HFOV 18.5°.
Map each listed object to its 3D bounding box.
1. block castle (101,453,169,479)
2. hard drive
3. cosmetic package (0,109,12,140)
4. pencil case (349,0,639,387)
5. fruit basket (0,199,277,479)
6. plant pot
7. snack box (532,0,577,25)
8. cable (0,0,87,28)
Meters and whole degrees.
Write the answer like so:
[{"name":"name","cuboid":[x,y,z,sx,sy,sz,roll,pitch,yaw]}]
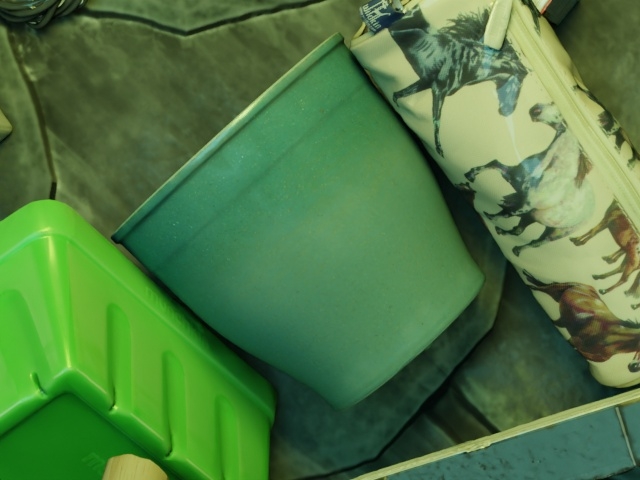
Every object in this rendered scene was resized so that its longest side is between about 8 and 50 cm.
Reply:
[{"name":"block castle","cuboid":[-0.122,0.401,1.629,0.303,0.213,0.453,19,137,-7]},{"name":"hard drive","cuboid":[0.176,0.189,1.686,0.339,0.237,0.064,-20,83,14]},{"name":"cosmetic package","cuboid":[-0.481,-0.158,1.758,0.161,0.453,0.230,-37,79,11]},{"name":"pencil case","cuboid":[0.197,-0.069,1.681,0.160,0.183,0.410,-39,95,-18]},{"name":"fruit basket","cuboid":[-0.245,0.119,1.787,0.283,0.392,0.392,-35,80,11]},{"name":"plant pot","cuboid":[0.000,0.000,1.736,0.271,0.271,0.255,-42,92,10]},{"name":"snack box","cuboid":[0.161,-0.251,1.771,0.141,0.100,0.037,38,98,12]},{"name":"cable","cuboid":[-0.289,-0.294,1.927,0.184,0.047,0.150,36,92,16]}]
